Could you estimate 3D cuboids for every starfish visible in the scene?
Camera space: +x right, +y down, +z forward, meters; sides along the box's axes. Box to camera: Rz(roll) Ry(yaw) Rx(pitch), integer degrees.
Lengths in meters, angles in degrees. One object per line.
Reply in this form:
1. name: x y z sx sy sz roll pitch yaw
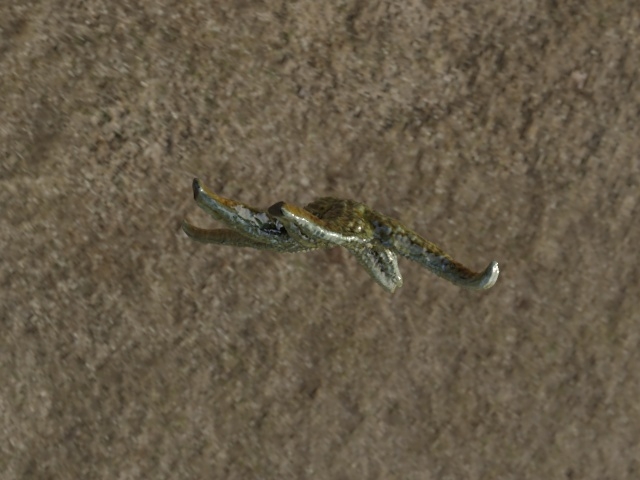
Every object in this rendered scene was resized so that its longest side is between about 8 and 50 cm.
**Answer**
1. starfish: 0.000 -0.002 0.669 0.223 0.217 0.050 36 59 -59
